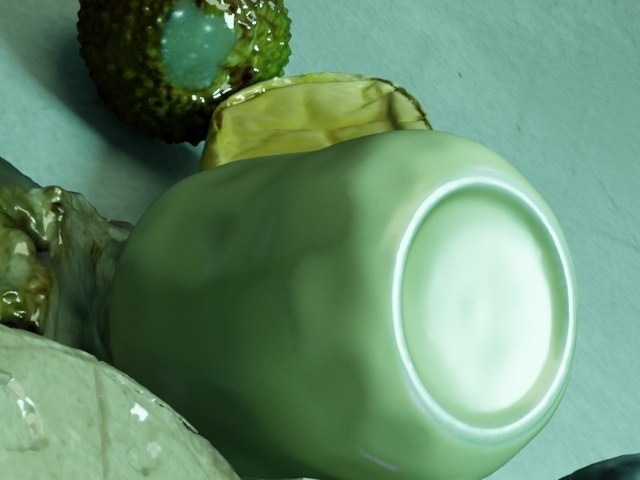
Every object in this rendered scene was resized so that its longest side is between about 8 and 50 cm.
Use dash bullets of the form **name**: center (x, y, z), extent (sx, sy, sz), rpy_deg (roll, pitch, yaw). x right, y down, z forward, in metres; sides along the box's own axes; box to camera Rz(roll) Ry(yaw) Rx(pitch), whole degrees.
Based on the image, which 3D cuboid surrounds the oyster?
- **oyster**: center (-0.170, 0.027, 0.849), extent (0.198, 0.133, 0.337), rpy_deg (25, 1, 31)

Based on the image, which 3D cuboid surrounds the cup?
- **cup**: center (0.000, 0.073, 0.770), extent (0.173, 0.202, 0.255), rpy_deg (33, 66, -34)

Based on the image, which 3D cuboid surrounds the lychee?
- **lychee**: center (-0.103, -0.153, 1.139), extent (0.171, 0.171, 0.171), rpy_deg (28, 34, -21)

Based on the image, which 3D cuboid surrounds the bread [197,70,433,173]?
- **bread**: center (0.000, 0.000, 1.036), extent (0.179, 0.133, 0.250), rpy_deg (-13, 38, -4)

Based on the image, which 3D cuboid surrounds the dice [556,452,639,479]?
- **dice**: center (0.203, 0.249, 0.949), extent (0.183, 0.181, 0.182), rpy_deg (12, 42, -37)

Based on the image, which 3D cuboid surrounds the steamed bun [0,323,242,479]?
- **steamed bun**: center (-0.158, 0.179, 0.633), extent (0.301, 0.199, 0.251), rpy_deg (44, 37, -42)
